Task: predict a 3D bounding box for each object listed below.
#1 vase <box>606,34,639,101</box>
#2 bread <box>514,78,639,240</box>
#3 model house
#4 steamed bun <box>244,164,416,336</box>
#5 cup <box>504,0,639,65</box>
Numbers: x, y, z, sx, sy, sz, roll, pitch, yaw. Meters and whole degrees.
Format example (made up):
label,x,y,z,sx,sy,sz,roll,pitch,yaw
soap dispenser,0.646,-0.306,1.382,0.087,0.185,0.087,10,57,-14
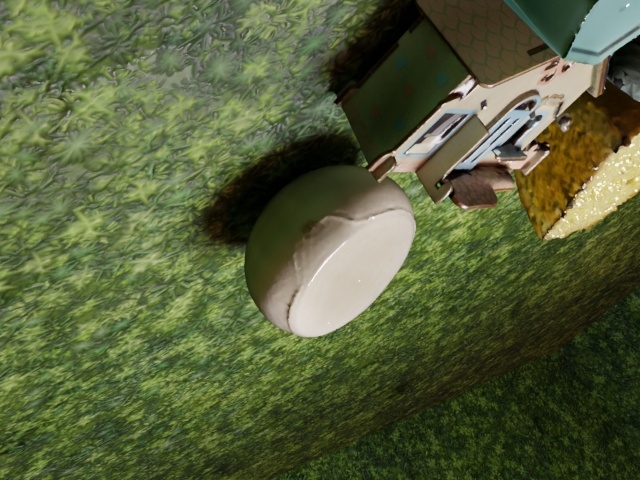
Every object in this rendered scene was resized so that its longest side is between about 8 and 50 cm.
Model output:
label,x,y,z,sx,sy,sz,roll,pitch,yaw
vase,0.332,-0.214,0.993,0.059,0.211,0.060,-29,159,-13
bread,0.386,-0.152,1.264,0.194,0.179,0.340,-22,160,-20
model house,0.206,-0.174,0.978,0.326,0.169,0.244,-6,145,-48
steamed bun,0.000,0.000,1.102,0.231,0.145,0.232,-34,151,-22
cup,0.159,-0.249,0.648,0.134,0.236,0.148,-10,148,-47
